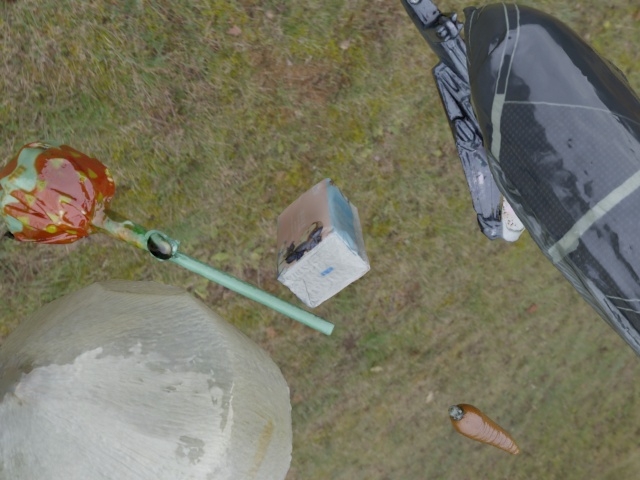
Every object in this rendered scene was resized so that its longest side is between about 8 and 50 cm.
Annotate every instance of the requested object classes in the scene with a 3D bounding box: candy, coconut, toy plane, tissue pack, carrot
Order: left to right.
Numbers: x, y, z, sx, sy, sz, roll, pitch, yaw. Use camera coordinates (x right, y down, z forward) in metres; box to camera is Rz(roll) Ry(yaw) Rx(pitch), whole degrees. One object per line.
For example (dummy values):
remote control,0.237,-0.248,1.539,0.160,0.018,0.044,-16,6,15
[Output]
coconut,-0.157,0.151,0.538,0.237,0.237,0.266,-46,144,1
candy,-0.122,0.009,0.502,0.288,0.078,0.084,26,101,9
tissue pack,0.000,0.000,0.586,0.074,0.094,0.059,-38,120,20
carrot,0.377,0.431,1.472,0.069,0.069,0.336,-50,128,4
toy plane,0.183,-0.160,0.711,0.204,0.103,0.316,-42,116,4

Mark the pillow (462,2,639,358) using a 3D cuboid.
pillow,0.198,-0.012,0.410,0.092,0.335,0.162,-42,161,33
